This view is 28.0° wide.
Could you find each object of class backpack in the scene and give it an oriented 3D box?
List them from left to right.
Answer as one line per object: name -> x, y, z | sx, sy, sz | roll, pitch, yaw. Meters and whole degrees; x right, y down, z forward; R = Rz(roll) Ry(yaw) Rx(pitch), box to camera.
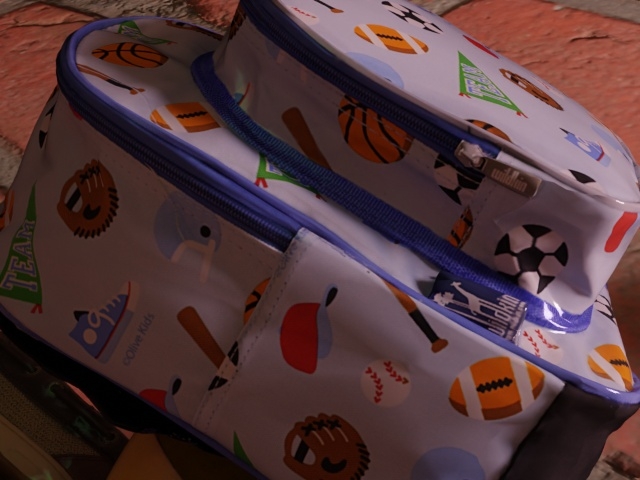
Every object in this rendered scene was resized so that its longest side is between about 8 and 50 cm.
backpack -> 0.000, 0.000, 0.543 | 0.263, 0.213, 0.276 | 22, 11, 4

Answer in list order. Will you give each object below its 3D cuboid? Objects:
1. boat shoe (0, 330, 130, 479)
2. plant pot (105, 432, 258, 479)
boat shoe -> -0.171, 0.091, 0.705 | 0.073, 0.080, 0.223 | -25, 40, -31
plant pot -> -0.055, 0.152, 0.545 | 0.095, 0.134, 0.134 | -47, 37, 2
